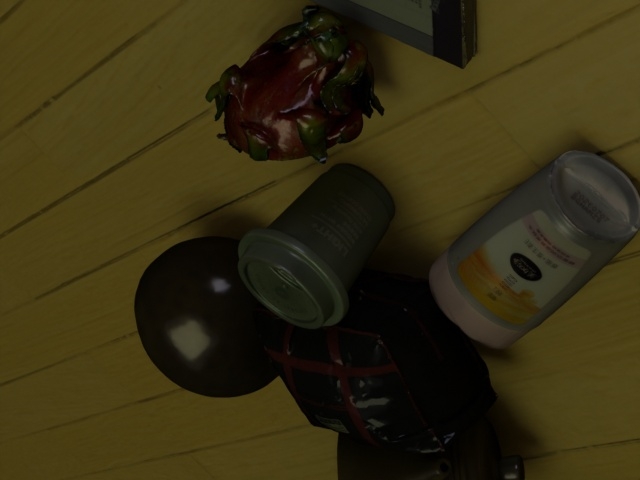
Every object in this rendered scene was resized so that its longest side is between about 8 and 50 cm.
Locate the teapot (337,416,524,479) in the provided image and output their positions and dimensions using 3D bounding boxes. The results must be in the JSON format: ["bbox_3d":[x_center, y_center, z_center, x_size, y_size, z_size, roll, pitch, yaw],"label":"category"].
[{"bbox_3d":[0.128,0.250,1.828,0.175,0.186,0.267,-7,167,17],"label":"teapot"}]

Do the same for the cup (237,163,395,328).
[{"bbox_3d":[0.000,0.000,1.632,0.120,0.141,0.120,29,153,16],"label":"cup"}]

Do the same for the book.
[{"bbox_3d":[0.021,-0.237,1.392,0.231,0.026,0.157,27,152,23],"label":"book"}]

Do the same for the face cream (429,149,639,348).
[{"bbox_3d":[0.181,0.012,1.509,0.107,0.073,0.269,47,153,3],"label":"face cream"}]

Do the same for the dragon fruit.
[{"bbox_3d":[-0.014,-0.136,1.498,0.142,0.138,0.175,9,141,-15],"label":"dragon fruit"}]

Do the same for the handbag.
[{"bbox_3d":[0.049,0.109,1.715,0.215,0.155,0.169,7,131,48],"label":"handbag"}]

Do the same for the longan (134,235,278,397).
[{"bbox_3d":[-0.099,0.084,1.850,0.204,0.159,0.185,25,142,13],"label":"longan"}]
